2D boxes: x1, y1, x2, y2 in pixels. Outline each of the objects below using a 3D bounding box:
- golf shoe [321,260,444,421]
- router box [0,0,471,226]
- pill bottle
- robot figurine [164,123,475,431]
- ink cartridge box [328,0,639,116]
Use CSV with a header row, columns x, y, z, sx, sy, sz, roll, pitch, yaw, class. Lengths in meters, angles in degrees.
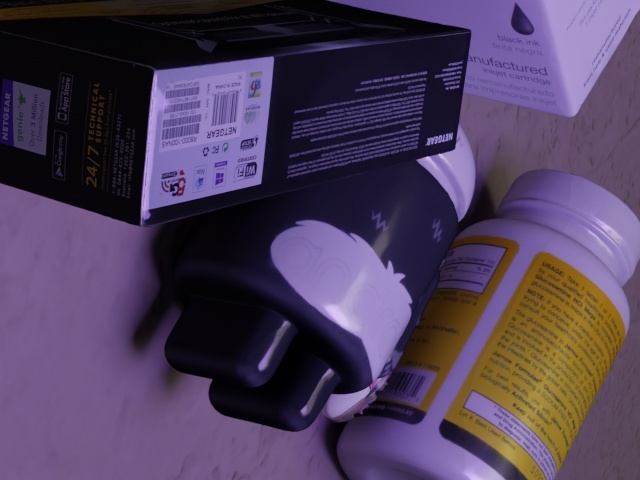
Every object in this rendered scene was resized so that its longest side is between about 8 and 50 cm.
x,y,z,sx,sy,sz,roll,pitch,yaw,class
0.032,0.063,1.396,0.086,0.067,0.186,29,80,-30,golf shoe
-0.094,-0.095,0.925,0.309,0.243,0.081,-16,117,-55,router box
0.170,0.104,1.504,0.334,0.188,0.188,-58,146,-24,pill bottle
-0.001,0.001,1.200,0.278,0.173,0.209,-60,170,-23,robot figurine
0.082,-0.250,1.156,0.129,0.223,0.307,-57,146,-24,ink cartridge box
